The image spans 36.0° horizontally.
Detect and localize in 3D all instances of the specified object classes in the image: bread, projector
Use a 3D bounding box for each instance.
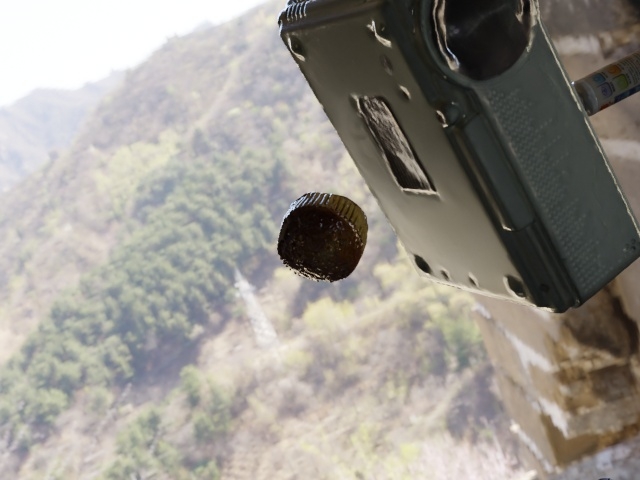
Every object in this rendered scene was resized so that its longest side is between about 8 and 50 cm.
[{"bbox_3d":[0.000,0.000,0.890,0.085,0.085,0.053,-16,23,27],"label":"bread"},{"bbox_3d":[0.090,-0.078,0.687,0.099,0.256,0.192,-37,19,-18],"label":"projector"}]

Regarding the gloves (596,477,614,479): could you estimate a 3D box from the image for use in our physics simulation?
[{"bbox_3d":[0.292,0.237,0.701,0.229,0.119,0.097,7,62,33],"label":"gloves"}]

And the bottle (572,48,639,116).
[{"bbox_3d":[0.405,-0.219,1.442,0.217,0.060,0.060,-26,13,-8],"label":"bottle"}]
